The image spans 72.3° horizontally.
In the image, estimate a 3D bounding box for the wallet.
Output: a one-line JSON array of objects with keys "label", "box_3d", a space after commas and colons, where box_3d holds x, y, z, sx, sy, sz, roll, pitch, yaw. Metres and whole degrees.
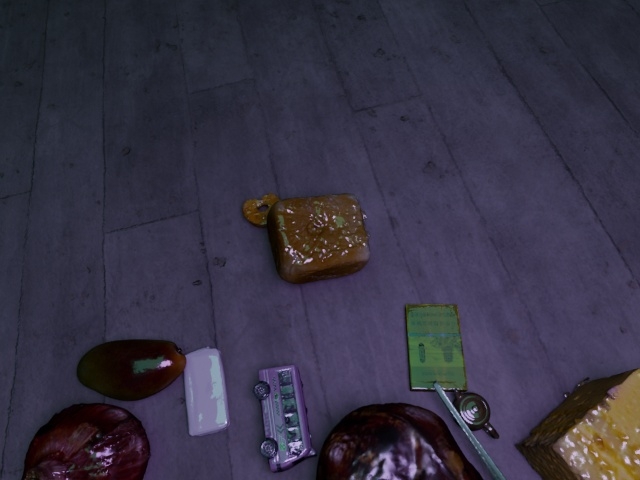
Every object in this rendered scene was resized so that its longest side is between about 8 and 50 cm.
[{"label": "wallet", "box_3d": [-0.259, 0.336, 0.991, 0.095, 0.033, 0.190, -11, 63, -2]}]

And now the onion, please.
[{"label": "onion", "box_3d": [-0.466, 0.439, 0.854, 0.252, 0.219, 0.252, -5, 67, 12]}]

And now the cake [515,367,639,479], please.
[{"label": "cake", "box_3d": [0.557, 0.368, 0.790, 0.286, 0.227, 0.222, -37, 70, -11]}]

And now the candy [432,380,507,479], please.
[{"label": "candy", "box_3d": [0.320, 0.419, 0.840, 0.092, 0.093, 0.335, -31, 73, -9]}]

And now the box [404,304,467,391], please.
[{"label": "box", "box_3d": [0.258, 0.240, 0.992, 0.121, 0.030, 0.193, -1, 63, 5]}]

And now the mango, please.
[{"label": "mango", "box_3d": [-0.435, 0.291, 0.988, 0.267, 0.111, 0.133, -6, 81, 11]}]

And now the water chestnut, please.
[{"label": "water chestnut", "box_3d": [0.158, 0.446, 0.767, 0.347, 0.335, 0.335, -9, 58, -33]}]

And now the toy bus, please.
[{"label": "toy bus", "box_3d": [-0.076, 0.371, 0.922, 0.108, 0.096, 0.199, -10, 59, -5]}]

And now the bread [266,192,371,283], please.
[{"label": "bread", "box_3d": [0.000, 0.000, 1.063, 0.246, 0.176, 0.196, -7, 72, -15]}]

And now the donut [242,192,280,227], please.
[{"label": "donut", "box_3d": [-0.153, -0.076, 1.186, 0.108, 0.043, 0.097, -13, 62, -3]}]

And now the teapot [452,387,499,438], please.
[{"label": "teapot", "box_3d": [0.318, 0.357, 0.904, 0.076, 0.068, 0.121, -36, 65, -13]}]
